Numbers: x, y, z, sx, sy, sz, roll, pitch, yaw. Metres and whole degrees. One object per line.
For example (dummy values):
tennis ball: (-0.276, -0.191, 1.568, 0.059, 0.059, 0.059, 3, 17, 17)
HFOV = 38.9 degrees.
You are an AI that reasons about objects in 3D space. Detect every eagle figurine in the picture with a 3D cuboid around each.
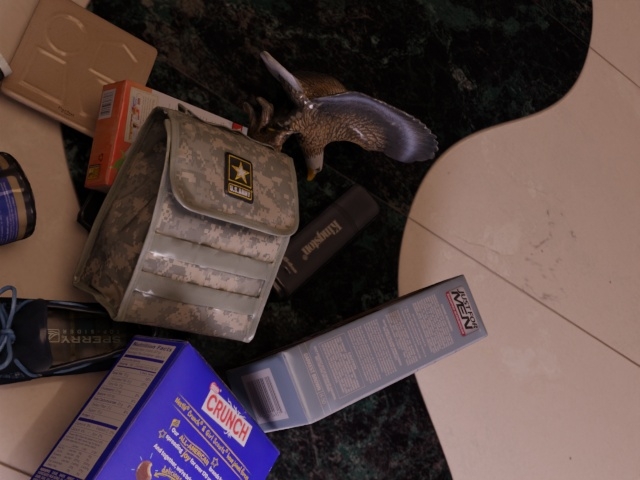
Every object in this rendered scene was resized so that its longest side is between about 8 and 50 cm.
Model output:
eagle figurine: (0.017, -0.198, 1.514, 0.298, 0.225, 0.226, -16, 74, -25)

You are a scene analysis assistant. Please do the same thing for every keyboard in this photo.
keyboard: (-0.290, -0.078, 1.356, 0.108, 0.023, 0.180, 46, 58, -42)

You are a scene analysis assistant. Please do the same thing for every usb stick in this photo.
usb stick: (0.000, 0.000, 1.521, 0.278, 0.045, 0.077, -41, 100, -34)

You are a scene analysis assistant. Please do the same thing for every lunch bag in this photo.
lunch bag: (-0.168, -0.025, 1.258, 0.235, 0.169, 0.287, 17, 96, -43)

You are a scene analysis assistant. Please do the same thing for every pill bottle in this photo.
pill bottle: (-0.490, -0.033, 1.162, 0.219, 0.122, 0.123, -19, 87, -35)

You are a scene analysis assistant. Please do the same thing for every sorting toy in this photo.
sorting toy: (-0.362, -0.256, 1.372, 0.193, 0.038, 0.208, 27, 58, -24)

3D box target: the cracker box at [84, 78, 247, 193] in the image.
cracker box: (-0.224, -0.126, 1.353, 0.232, 0.067, 0.156, 18, 77, -43)

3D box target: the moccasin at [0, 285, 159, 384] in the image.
moccasin: (-0.378, 0.116, 1.193, 0.341, 0.116, 0.138, -6, 79, -35)

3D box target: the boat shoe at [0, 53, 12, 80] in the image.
boat shoe: (-0.531, -0.300, 1.245, 0.079, 0.084, 0.233, -42, 95, -10)

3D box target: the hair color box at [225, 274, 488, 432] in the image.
hair color box: (0.062, 0.176, 1.421, 0.374, 0.185, 0.114, -18, 85, -36)

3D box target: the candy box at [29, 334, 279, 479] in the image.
candy box: (-0.222, 0.326, 1.174, 0.317, 0.122, 0.268, -57, 133, -30)
